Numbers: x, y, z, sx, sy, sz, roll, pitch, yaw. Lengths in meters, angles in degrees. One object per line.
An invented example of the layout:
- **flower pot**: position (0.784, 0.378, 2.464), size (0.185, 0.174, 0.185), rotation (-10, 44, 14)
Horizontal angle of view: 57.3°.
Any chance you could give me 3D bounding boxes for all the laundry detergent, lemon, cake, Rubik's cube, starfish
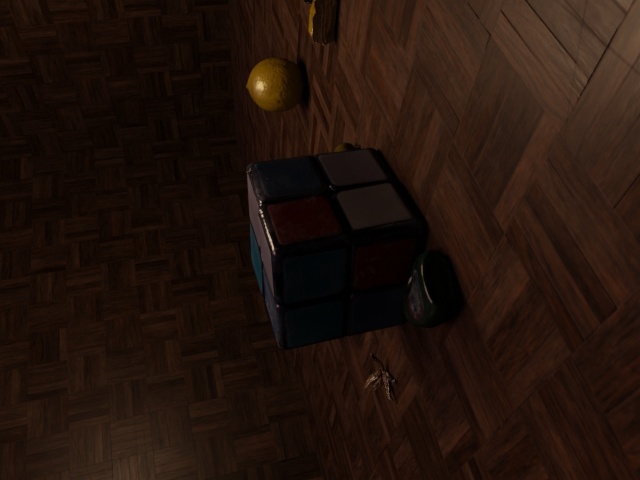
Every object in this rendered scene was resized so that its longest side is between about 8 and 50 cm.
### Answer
- **laundry detergent**: position (0.201, 0.107, 1.140), size (0.211, 0.063, 0.137), rotation (103, 158, -66)
- **lemon**: position (-0.150, -0.514, 1.939), size (0.178, 0.203, 0.178), rotation (0, -90, -79)
- **cake**: position (-0.002, -0.602, 1.483), size (0.185, 0.080, 0.116), rotation (91, 162, -55)
- **Rubik's cube**: position (0.016, 0.013, 1.306), size (0.313, 0.316, 0.318), rotation (-112, 16, -46)
- **starfish**: position (0.162, 0.352, 1.546), size (0.133, 0.041, 0.130), rotation (-4, 102, 51)

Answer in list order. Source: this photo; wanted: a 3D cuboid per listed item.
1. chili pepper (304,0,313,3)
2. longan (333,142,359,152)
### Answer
- **chili pepper**: position (-0.050, -0.823, 1.562), size (0.085, 0.076, 0.358), rotation (-40, -58, -75)
- **longan**: position (0.070, -0.217, 1.491), size (0.083, 0.075, 0.075), rotation (-41, 48, 26)
